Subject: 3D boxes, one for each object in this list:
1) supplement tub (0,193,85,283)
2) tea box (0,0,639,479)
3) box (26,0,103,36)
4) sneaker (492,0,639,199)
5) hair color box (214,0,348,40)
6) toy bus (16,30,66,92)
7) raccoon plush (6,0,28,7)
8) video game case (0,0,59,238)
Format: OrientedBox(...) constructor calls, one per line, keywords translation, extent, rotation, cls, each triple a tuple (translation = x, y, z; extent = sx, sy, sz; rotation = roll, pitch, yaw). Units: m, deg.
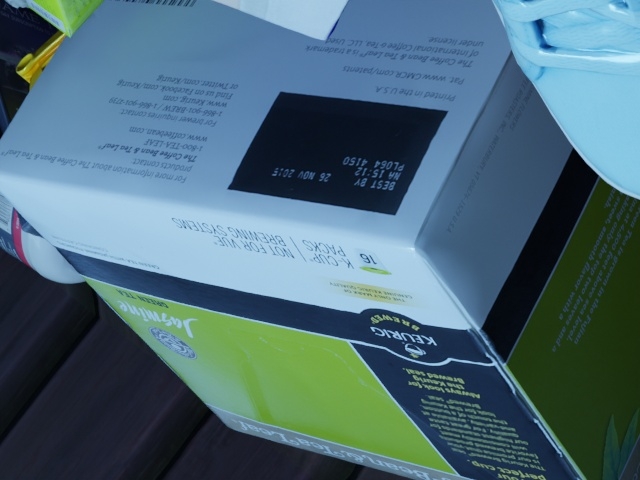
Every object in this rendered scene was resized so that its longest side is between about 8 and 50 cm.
OrientedBox(translation=(-0.312, -0.093, 1.867), extent=(0.272, 0.191, 0.191), rotation=(31, 164, 26), cls="supplement tub")
OrientedBox(translation=(0.036, -0.013, 1.134), extent=(0.329, 0.220, 0.323), rotation=(11, 151, 37), cls="tea box")
OrientedBox(translation=(-0.110, -0.214, 1.056), extent=(0.042, 0.178, 0.109), rotation=(36, 166, 13), cls="box")
OrientedBox(translation=(0.077, -0.145, 0.693), extent=(0.135, 0.150, 0.366), rotation=(3, 129, 39), cls="sneaker")
OrientedBox(translation=(-0.114, -0.234, 0.839), extent=(0.338, 0.110, 0.185), rotation=(20, 147, -10), cls="hair color box")
OrientedBox(translation=(-0.119, -0.137, 1.370), extent=(0.149, 0.220, 0.211), rotation=(42, -162, -39), cls="toy bus")
OrientedBox(translation=(-0.175, -0.267, 1.039), extent=(0.299, 0.216, 0.446), rotation=(38, 167, -34), cls="raccoon plush")
OrientedBox(translation=(-0.190, -0.087, 1.475), extent=(0.196, 0.026, 0.274), rotation=(21, -146, -43), cls="video game case")
